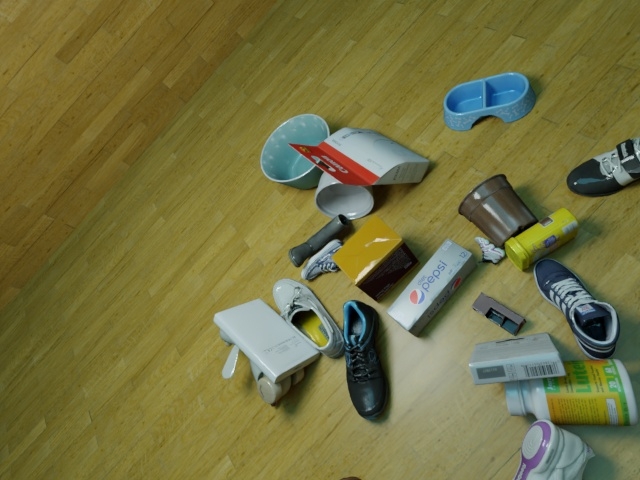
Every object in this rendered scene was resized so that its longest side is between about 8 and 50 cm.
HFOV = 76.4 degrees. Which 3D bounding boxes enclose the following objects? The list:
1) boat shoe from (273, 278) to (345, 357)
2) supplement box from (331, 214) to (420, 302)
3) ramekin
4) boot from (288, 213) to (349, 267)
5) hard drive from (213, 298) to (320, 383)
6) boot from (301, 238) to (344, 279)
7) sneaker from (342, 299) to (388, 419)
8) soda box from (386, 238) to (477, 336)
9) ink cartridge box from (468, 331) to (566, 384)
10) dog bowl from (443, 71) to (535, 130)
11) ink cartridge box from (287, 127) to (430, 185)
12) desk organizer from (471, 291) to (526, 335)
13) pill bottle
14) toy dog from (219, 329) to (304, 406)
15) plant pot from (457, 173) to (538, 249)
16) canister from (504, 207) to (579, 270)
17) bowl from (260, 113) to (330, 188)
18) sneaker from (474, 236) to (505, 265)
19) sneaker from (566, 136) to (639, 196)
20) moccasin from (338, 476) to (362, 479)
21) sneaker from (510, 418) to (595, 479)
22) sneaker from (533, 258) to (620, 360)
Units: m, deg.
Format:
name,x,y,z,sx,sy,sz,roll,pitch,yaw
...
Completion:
name,x,y,z,sx,sy,sz,roll,pitch,yaw
boat shoe,-0.070,0.238,1.348,0.136,0.156,0.367,-46,53,3
supplement box,0.175,0.062,1.265,0.191,0.194,0.129,-44,53,4
ramekin,0.086,-0.175,1.439,0.207,0.207,0.109,-13,51,25
boot,-0.002,-0.002,1.422,0.208,0.076,0.190,-30,11,23
hard drive,-0.176,0.315,1.331,0.307,0.203,0.040,35,119,30
boot,0.019,0.084,1.426,0.190,0.069,0.086,-46,49,1
sneaker,0.112,0.342,1.199,0.125,0.139,0.341,-17,60,21
soda box,0.328,0.140,1.197,0.286,0.098,0.091,-50,53,0
ink cartridge box,0.466,0.281,0.979,0.189,0.232,0.066,-16,78,23
dog bowl,0.561,-0.475,1.381,0.297,0.074,0.166,-4,65,30
ink cartridge box,0.131,-0.294,1.371,0.308,0.384,0.091,43,126,37
desk organizer,0.483,0.199,1.108,0.130,0.047,0.050,35,89,38
pill bottle,0.559,0.348,0.930,0.245,0.136,0.136,-12,61,26
toy dog,-0.207,0.417,1.344,0.334,0.220,0.161,47,126,45
plant pot,0.513,-0.073,1.164,0.167,0.167,0.165,-36,61,10
canister,0.593,-0.002,1.094,0.170,0.126,0.073,-35,58,9
bowl,-0.068,-0.330,1.626,0.311,0.163,0.312,-13,61,25
sneaker,0.481,0.036,1.195,0.069,0.038,0.098,-50,52,-1
sneaker,0.822,-0.221,1.056,0.330,0.146,0.123,-18,60,24
moccasin,0.141,0.757,0.969,0.139,0.147,0.380,-39,53,9
sneaker,0.487,0.553,0.883,0.152,0.114,0.305,22,98,-1
sneaker,0.617,0.143,0.988,0.099,0.153,0.282,-28,55,15
